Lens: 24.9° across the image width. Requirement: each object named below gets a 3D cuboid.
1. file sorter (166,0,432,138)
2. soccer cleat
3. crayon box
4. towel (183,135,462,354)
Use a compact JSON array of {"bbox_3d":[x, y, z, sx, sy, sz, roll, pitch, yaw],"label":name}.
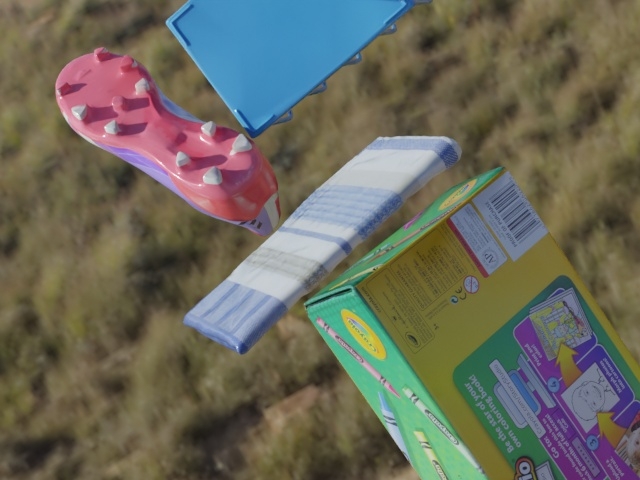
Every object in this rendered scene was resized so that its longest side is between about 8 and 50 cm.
[{"bbox_3d":[-0.011,-0.185,1.168,0.170,0.118,0.104,-38,-3,22],"label":"file sorter"},{"bbox_3d":[-0.130,-0.080,1.202,0.248,0.095,0.083,30,69,35],"label":"soccer cleat"},{"bbox_3d":[0.137,0.109,1.042,0.165,0.278,0.081,-37,6,-30],"label":"crayon box"},{"bbox_3d":[0.000,0.000,1.382,0.285,0.034,0.209,-43,15,-12],"label":"towel"}]
